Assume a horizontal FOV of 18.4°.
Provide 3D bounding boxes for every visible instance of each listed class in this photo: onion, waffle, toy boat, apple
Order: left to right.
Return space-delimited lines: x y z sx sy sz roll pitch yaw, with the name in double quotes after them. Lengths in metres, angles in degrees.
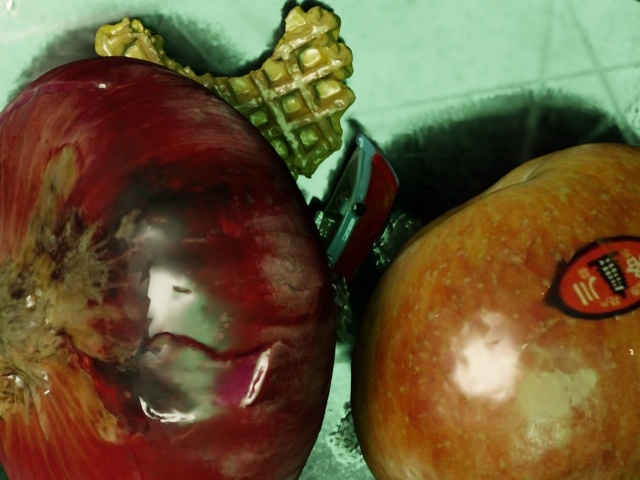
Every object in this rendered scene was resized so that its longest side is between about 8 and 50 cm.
-0.096 0.045 1.344 0.285 0.347 0.348 -5 106 -37 "onion"
-0.071 -0.106 1.447 0.194 0.051 0.149 7 102 -1 "waffle"
0.000 0.000 1.466 0.058 0.069 0.173 27 106 -15 "toy boat"
0.164 0.060 1.395 0.309 0.277 0.250 -8 93 -34 "apple"

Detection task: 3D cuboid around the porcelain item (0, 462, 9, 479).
-0.354 0.250 1.423 0.281 0.157 0.286 18 88 4 "porcelain item"
